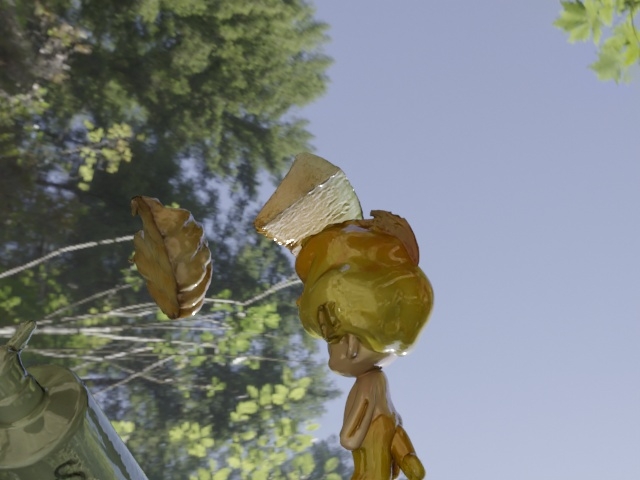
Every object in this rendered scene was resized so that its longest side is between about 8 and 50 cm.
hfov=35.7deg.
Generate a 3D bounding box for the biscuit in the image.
[{"bbox_3d":[-0.152,0.022,1.041,0.061,0.183,0.118,-25,-103,-23],"label":"biscuit"}]

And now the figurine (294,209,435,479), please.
[{"bbox_3d":[0.043,0.096,0.902,0.131,0.156,0.246,-8,-95,17],"label":"figurine"}]

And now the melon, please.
[{"bbox_3d":[0.004,-0.007,1.031,0.054,0.182,0.098,33,-100,36],"label":"melon"}]

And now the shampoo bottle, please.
[{"bbox_3d":[-0.172,0.166,0.691,0.085,0.262,0.085,-10,-136,9],"label":"shampoo bottle"}]
